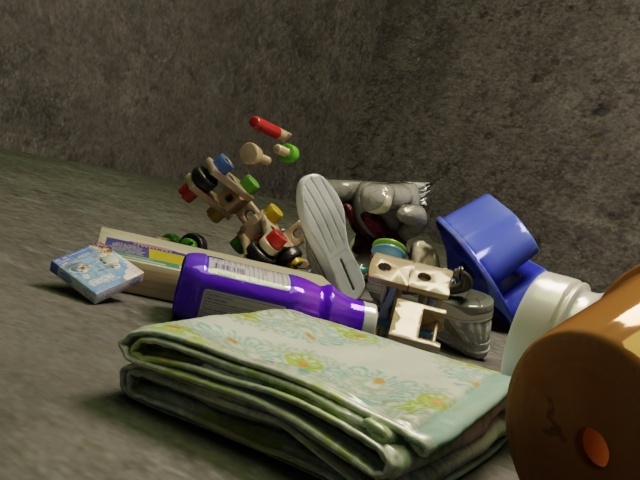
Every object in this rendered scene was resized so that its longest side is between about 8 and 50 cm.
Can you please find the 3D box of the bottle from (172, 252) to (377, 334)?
[{"bbox_3d":[-0.063,0.091,1.269,0.283,0.092,0.118,14,7,-10],"label":"bottle"}]

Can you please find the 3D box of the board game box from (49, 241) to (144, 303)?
[{"bbox_3d":[-0.307,0.043,1.244,0.090,0.020,0.090,33,34,21],"label":"board game box"}]

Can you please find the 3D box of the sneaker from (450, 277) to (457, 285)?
[{"bbox_3d":[0.223,0.112,1.847,0.087,0.083,0.221,9,-1,25],"label":"sneaker"}]

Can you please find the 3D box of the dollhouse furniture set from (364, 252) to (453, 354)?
[{"bbox_3d":[0.113,0.131,1.353,0.129,0.129,0.184,14,36,6],"label":"dollhouse furniture set"}]

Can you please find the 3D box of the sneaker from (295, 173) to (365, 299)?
[{"bbox_3d":[0.000,0.000,1.707,0.094,0.258,0.091,-26,15,-33],"label":"sneaker"}]

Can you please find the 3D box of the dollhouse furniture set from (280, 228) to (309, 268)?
[{"bbox_3d":[-0.077,0.012,2.016,0.114,0.081,0.091,9,8,-43],"label":"dollhouse furniture set"}]

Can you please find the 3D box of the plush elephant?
[{"bbox_3d":[0.128,-0.004,2.012,0.272,0.255,0.330,8,8,41],"label":"plush elephant"}]

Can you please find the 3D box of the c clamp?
[{"bbox_3d":[0.171,0.062,1.460,0.160,0.022,0.137,1,-28,-1],"label":"c clamp"}]

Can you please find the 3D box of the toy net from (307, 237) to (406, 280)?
[{"bbox_3d":[0.079,0.057,1.809,0.232,0.045,0.122,-10,-36,36],"label":"toy net"}]

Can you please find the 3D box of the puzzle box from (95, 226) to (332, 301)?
[{"bbox_3d":[-0.167,0.063,1.473,0.409,0.052,0.272,13,7,-13],"label":"puzzle box"}]

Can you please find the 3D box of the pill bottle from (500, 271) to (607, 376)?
[{"bbox_3d":[0.427,0.174,1.026,0.407,0.229,0.229,18,7,28],"label":"pill bottle"}]

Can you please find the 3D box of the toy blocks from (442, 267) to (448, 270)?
[{"bbox_3d":[0.303,0.096,2.291,0.123,0.054,0.148,12,7,-30],"label":"toy blocks"}]

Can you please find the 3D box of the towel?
[{"bbox_3d":[0.018,0.150,0.941,0.320,0.090,0.374,18,7,26],"label":"towel"}]

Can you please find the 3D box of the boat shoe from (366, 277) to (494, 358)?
[{"bbox_3d":[0.188,0.125,1.618,0.118,0.103,0.320,-9,13,-32],"label":"boat shoe"}]

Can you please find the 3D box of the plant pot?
[{"bbox_3d":[0.302,0.159,0.783,0.203,0.291,0.291,-9,18,-31],"label":"plant pot"}]

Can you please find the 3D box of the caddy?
[{"bbox_3d":[0.364,0.049,1.969,0.241,0.179,0.341,57,1,-22],"label":"caddy"}]

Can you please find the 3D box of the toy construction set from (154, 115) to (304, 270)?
[{"bbox_3d":[-0.117,-0.069,1.765,0.257,0.309,0.237,26,6,25],"label":"toy construction set"}]
